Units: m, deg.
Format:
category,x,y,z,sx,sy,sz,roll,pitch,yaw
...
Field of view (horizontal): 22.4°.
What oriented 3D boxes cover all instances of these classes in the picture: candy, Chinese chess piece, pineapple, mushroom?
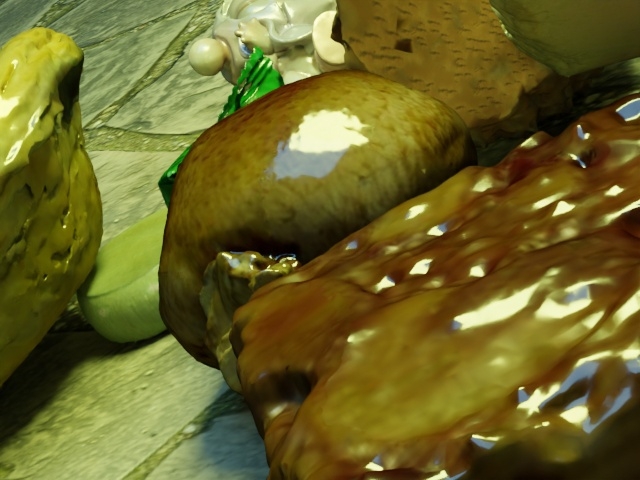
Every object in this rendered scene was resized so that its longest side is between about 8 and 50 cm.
category,x,y,z,sx,sy,sz,roll,pitch,yaw
candy,-0.068,-0.045,1.306,0.141,0.203,0.078,-37,54,-23
Chinese chess piece,-0.143,0.029,1.403,0.144,0.058,0.144,-28,22,12
pineapple,0.162,-0.207,1.352,0.223,0.223,0.357,-18,8,29
mushroom,-0.008,-0.005,1.119,0.263,0.195,0.283,-35,22,22

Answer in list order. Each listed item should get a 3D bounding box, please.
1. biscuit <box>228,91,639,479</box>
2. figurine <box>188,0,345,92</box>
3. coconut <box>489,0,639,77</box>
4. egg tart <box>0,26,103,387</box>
category,x,y,z,sx,sy,sz,roll,pitch,yaw
biscuit,0.161,0.050,0.838,0.395,0.166,0.342,-29,21,-1
figurine,-0.027,-0.186,1.607,0.200,0.133,0.276,-22,26,-10
coconut,0.230,-0.272,1.006,0.309,0.297,0.297,-20,25,15
egg tart,-0.315,0.028,1.385,0.443,0.178,0.443,-49,16,18
